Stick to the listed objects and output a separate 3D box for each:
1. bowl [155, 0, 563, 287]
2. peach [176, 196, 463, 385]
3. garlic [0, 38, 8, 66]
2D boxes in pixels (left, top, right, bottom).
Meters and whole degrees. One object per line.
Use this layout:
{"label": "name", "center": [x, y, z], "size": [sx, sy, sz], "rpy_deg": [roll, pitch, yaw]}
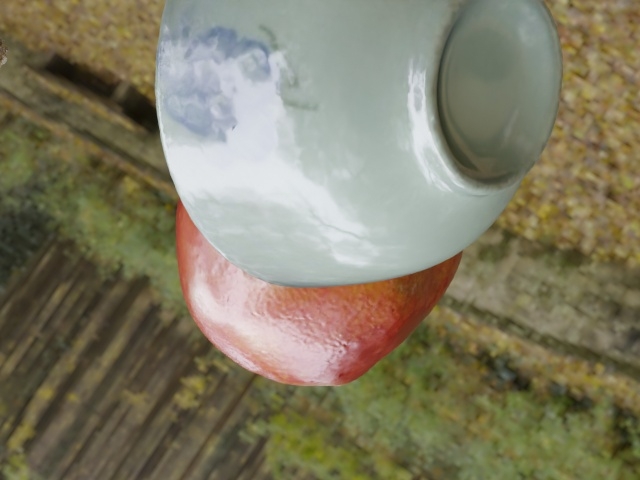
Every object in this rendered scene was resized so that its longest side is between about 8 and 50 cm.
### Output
{"label": "bowl", "center": [0.054, -0.099, 0.816], "size": [0.146, 0.289, 0.289], "rpy_deg": [13, 160, 46]}
{"label": "peach", "center": [0.000, 0.000, 1.066], "size": [0.243, 0.243, 0.199], "rpy_deg": [33, -177, 4]}
{"label": "garlic", "center": [-0.308, -0.149, 1.091], "size": [0.094, 0.113, 0.074], "rpy_deg": [-1, 151, -20]}
